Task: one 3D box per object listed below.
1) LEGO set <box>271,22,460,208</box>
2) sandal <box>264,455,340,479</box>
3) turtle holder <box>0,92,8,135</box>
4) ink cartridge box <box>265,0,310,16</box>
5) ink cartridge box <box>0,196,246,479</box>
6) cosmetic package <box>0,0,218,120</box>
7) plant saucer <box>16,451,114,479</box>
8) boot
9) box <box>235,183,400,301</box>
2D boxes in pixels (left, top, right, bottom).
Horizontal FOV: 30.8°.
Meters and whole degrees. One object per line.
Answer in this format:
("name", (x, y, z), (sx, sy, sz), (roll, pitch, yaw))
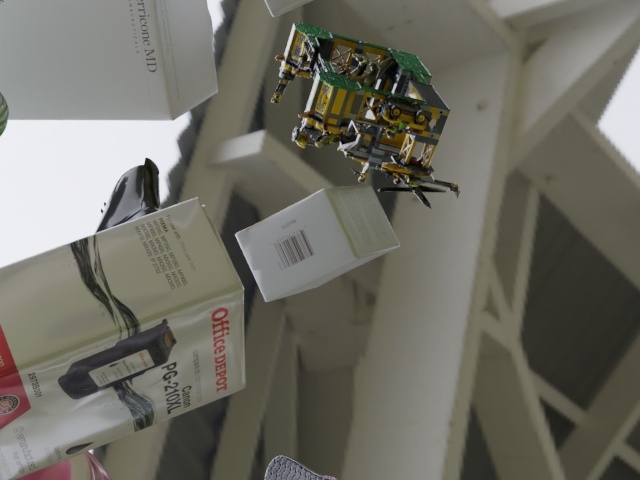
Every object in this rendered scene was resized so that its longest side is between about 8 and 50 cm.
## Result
("LEGO set", (0.047, -0.165, 1.685), (0.255, 0.331, 0.192), (8, -64, -23))
("sandal", (0.005, 0.291, 1.299), (0.040, 0.179, 0.067), (24, -90, -41))
("turtle holder", (-0.518, -0.115, 1.348), (0.227, 0.320, 0.243), (40, -111, -47))
("ink cartridge box", (-0.008, -0.396, 1.429), (0.233, 0.168, 0.171), (-78, -36, -72))
("ink cartridge box", (-0.184, 0.085, 0.951), (0.237, 0.172, 0.100), (-20, -122, -16))
("cosmetic package", (-0.339, -0.273, 1.580), (0.155, 0.365, 0.197), (-47, -46, -58))
("plant saucer", (-0.354, 0.262, 1.143), (0.332, 0.332, 0.084), (-24, -50, -50))
("boot", (-0.222, 0.019, 1.193), (0.077, 0.198, 0.137), (36, -152, -39))
("box", (0.000, 0.000, 1.407), (0.091, 0.130, 0.170), (65, -160, 5))
